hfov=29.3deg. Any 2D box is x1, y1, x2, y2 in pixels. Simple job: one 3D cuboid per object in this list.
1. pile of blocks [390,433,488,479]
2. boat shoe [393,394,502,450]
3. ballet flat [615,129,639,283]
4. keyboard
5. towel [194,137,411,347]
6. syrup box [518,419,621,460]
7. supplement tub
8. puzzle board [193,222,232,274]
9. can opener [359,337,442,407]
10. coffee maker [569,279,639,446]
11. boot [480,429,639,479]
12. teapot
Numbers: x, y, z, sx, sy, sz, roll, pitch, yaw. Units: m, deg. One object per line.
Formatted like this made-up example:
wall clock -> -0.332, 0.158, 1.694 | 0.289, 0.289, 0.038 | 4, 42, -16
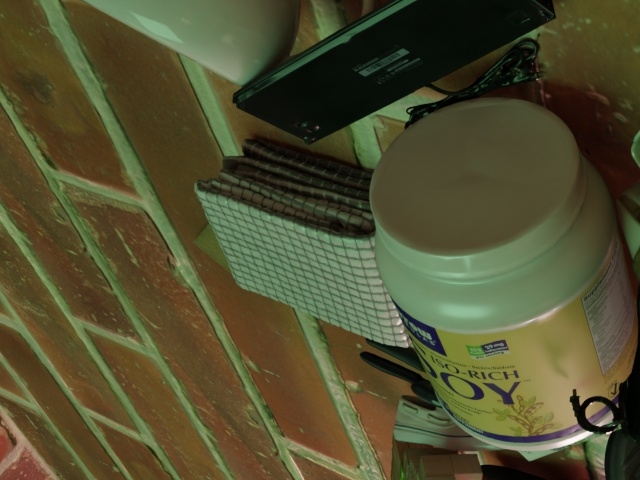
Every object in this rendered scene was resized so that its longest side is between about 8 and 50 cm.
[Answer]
pile of blocks -> 0.186, 0.379, 1.840 | 0.112, 0.149, 0.362 | -1, 178, -5
boat shoe -> 0.193, 0.264, 1.801 | 0.226, 0.083, 0.076 | -3, 88, 42
ballet flat -> 0.339, -0.040, 1.152 | 0.124, 0.116, 0.342 | 46, 159, 31
keyboard -> 0.086, -0.168, 1.186 | 0.317, 0.033, 0.201 | -23, 148, 38
towel -> 0.000, 0.000, 1.590 | 0.283, 0.121, 0.235 | 19, 149, 29
syrup box -> 0.307, 0.197, 1.547 | 0.093, 0.096, 0.237 | 41, 153, -2
supplement tub -> 0.195, 0.040, 1.266 | 0.241, 0.241, 0.331 | 16, 149, 35
puzzle board -> -0.133, 0.025, 1.895 | 0.128, 0.011, 0.096 | 40, 151, -5
can opener -> 0.137, 0.188, 1.784 | 0.186, 0.059, 0.073 | 31, 180, 34
coffee maker -> 0.326, 0.116, 1.126 | 0.178, 0.171, 0.120 | 76, 174, -49
boot -> 0.367, 0.369, 1.713 | 0.445, 0.146, 0.367 | 6, 122, 64
teapot -> -0.111, -0.277, 1.238 | 0.256, 0.187, 0.252 | 26, -175, -40
